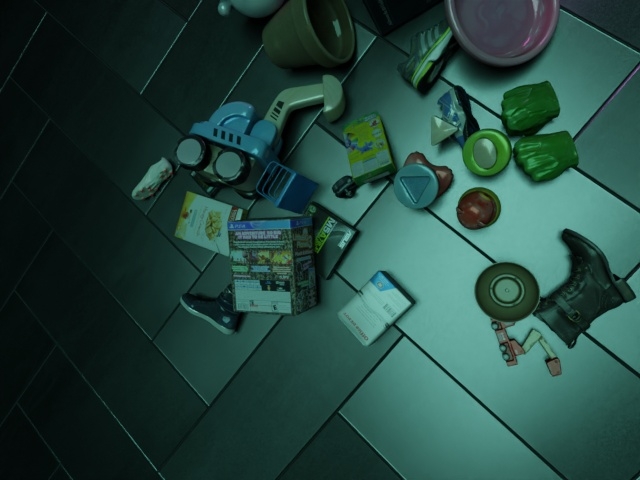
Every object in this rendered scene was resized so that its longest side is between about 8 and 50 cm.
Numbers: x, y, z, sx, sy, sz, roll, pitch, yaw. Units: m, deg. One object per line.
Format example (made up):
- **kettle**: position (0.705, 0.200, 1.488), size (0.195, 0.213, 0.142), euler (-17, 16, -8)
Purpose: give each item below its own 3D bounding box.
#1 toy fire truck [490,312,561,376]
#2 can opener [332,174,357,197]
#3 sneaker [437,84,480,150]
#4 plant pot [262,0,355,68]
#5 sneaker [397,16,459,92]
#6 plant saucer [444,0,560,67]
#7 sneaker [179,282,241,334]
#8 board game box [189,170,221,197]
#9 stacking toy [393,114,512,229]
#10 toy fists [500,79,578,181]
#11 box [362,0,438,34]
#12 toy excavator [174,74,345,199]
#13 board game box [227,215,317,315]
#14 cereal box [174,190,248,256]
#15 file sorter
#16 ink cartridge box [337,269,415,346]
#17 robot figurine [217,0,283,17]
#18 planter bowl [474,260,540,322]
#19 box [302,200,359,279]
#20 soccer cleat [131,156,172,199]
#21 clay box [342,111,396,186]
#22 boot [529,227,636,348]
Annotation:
- **toy fire truck**: position (0.560, 0.284, 1.289), size (0.135, 0.047, 0.192), euler (-20, 79, 18)
- **can opener**: position (0.117, -0.197, 1.472), size (0.186, 0.059, 0.073), euler (-36, 75, 15)
- **sneaker**: position (0.406, -0.339, 1.376), size (0.081, 0.080, 0.211), euler (-19, 82, 46)
- **plant pot**: position (-0.056, -0.652, 1.479), size (0.229, 0.263, 0.263), euler (-8, 84, 36)
- **sneaker**: position (0.337, -0.595, 1.390), size (0.121, 0.111, 0.300), euler (38, 98, 22)
- **plant saucer**: position (0.484, -0.637, 1.286), size (0.332, 0.084, 0.332), euler (-1, 94, -12)
- **sneaker**: position (-0.360, 0.197, 1.605), size (0.226, 0.086, 0.163), euler (28, 108, 10)
- **board game box**: position (-0.369, -0.262, 1.673), size (0.126, 0.026, 0.186), euler (46, 102, 16)
- **stacking toy**: position (0.364, -0.185, 1.302), size (0.309, 0.130, 0.279), euler (24, 114, 21)
- **toy fists**: position (0.583, -0.295, 1.289), size (0.142, 0.096, 0.279), euler (-15, 81, 6)
- **box**: position (0.258, -0.882, 1.234), size (0.472, 0.480, 0.297), euler (-27, 76, 16)
- **toy excavator**: position (-0.185, -0.360, 1.512), size (0.433, 0.222, 0.445), euler (20, 84, 14)
- **board game box**: position (-0.149, 0.074, 1.477), size (0.232, 0.141, 0.291), euler (0, 96, 27)
- **cereal box**: position (-0.386, -0.059, 1.657), size (0.240, 0.047, 0.173), euler (18, 93, 20)
- **file sorter**: position (-0.107, -0.169, 1.496), size (0.104, 0.170, 0.118), euler (34, 99, 21)
- **ink cartridge box**: position (0.167, 0.204, 1.420), size (0.190, 0.082, 0.139), euler (-47, 73, 13)
- **robot figurine**: position (-0.208, -0.828, 1.493), size (0.300, 0.200, 0.353), euler (-39, 32, 17)
- **planter bowl**: position (0.507, 0.138, 1.283), size (0.162, 0.109, 0.162), euler (-1, 86, 22)
- **box**: position (0.000, 0.000, 1.513), size (0.184, 0.045, 0.190), euler (36, 101, 21)
- **soccer cleat**: position (-0.627, -0.226, 1.752), size (0.196, 0.068, 0.076), euler (-38, 60, 13)
- **clay box**: position (0.146, -0.284, 1.441), size (0.127, 0.053, 0.222), euler (-20, 56, 18)
- **boot**: position (0.654, 0.126, 1.241), size (0.229, 0.091, 0.263), euler (-38, 76, 15)
